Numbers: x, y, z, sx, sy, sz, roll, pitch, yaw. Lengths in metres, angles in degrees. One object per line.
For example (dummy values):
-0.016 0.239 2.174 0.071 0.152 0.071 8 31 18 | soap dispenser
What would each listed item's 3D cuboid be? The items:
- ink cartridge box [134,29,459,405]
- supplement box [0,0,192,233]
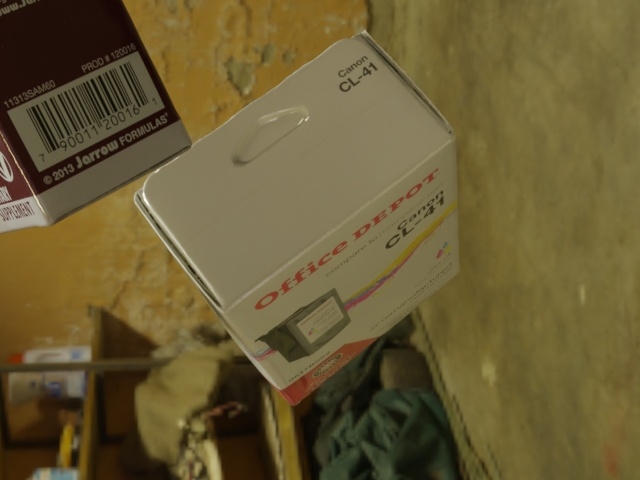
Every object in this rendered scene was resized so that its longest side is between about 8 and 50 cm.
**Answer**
0.000 0.000 0.855 0.131 0.226 0.306 50 173 21 | ink cartridge box
-0.158 -0.121 0.386 0.130 0.073 0.239 -7 113 54 | supplement box
